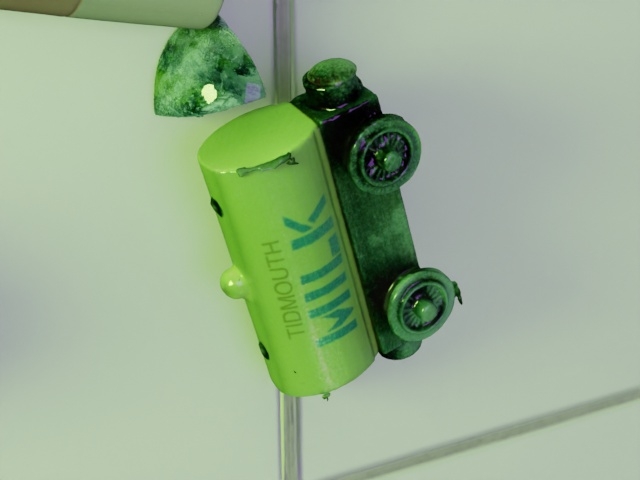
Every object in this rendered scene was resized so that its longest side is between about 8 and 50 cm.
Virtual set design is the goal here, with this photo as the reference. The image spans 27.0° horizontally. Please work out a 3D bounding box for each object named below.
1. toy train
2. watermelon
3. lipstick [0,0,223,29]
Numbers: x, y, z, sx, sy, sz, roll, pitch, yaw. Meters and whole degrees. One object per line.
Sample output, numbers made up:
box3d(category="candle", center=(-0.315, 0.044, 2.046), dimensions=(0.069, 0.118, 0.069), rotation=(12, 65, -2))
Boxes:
box3d(category="toy train", center=(0.000, 0.000, 0.941), dimensions=(0.157, 0.105, 0.253), rotation=(-27, 128, -16))
box3d(category="watermelon", center=(-0.068, -0.108, 0.904), dimensions=(0.085, 0.085, 0.061), rotation=(-66, 160, 0))
box3d(category="lipstick", center=(-0.182, -0.173, 0.800), dimensions=(0.254, 0.070, 0.070), rotation=(1, 103, -33))
